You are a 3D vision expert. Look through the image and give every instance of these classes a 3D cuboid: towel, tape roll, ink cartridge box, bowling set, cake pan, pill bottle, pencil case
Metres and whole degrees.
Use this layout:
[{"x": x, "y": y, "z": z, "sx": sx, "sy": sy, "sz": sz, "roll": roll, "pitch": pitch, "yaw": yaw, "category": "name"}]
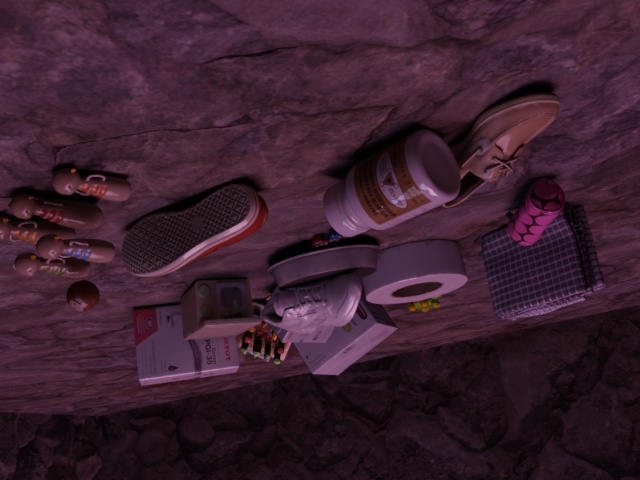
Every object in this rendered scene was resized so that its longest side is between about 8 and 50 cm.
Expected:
[{"x": 0.545, "y": 0.058, "z": 1.726, "sx": 0.121, "sy": 0.235, "sz": 0.283, "roll": 13, "pitch": 152, "yaw": -37, "category": "towel"}, {"x": 0.255, "y": 0.091, "z": 1.884, "sx": 0.286, "sy": 0.100, "sz": 0.286, "roll": -10, "pitch": 162, "yaw": -3, "category": "tape roll"}, {"x": -0.385, "y": 0.289, "z": 1.973, "sx": 0.282, "sy": 0.207, "sz": 0.117, "roll": -6, "pitch": 163, "yaw": -14, "category": "ink cartridge box"}, {"x": -0.439, "y": 0.012, "z": 1.147, "sx": 0.154, "sy": 0.200, "sz": 0.287, "roll": 9, "pitch": 150, "yaw": -42, "category": "bowling set"}, {"x": 0.014, "y": 0.074, "z": 1.729, "sx": 0.293, "sy": 0.054, "sz": 0.293, "roll": -11, "pitch": 168, "yaw": -2, "category": "cake pan"}, {"x": -0.050, "y": 0.203, "z": 1.947, "sx": 0.176, "sy": 0.127, "sz": 0.128, "roll": 10, "pitch": 118, "yaw": -45, "category": "ink cartridge box"}, {"x": 0.119, "y": -0.091, "z": 1.211, "sx": 0.229, "sy": 0.131, "sz": 0.131, "roll": -25, "pitch": 156, "yaw": 39, "category": "pill bottle"}, {"x": 0.483, "y": -0.067, "z": 1.547, "sx": 0.095, "sy": 0.098, "sz": 0.209, "roll": 34, "pitch": 165, "yaw": 10, "category": "pencil case"}]

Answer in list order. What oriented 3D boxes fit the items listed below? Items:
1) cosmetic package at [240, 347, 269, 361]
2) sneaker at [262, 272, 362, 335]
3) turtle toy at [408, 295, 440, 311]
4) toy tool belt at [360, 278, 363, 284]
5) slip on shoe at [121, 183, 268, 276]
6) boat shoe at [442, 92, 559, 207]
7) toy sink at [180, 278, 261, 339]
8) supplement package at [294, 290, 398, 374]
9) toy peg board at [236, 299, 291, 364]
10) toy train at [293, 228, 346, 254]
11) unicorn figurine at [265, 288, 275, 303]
[{"x": -0.205, "y": 0.332, "z": 2.254, "sx": 0.117, "sy": 0.086, "sz": 0.231, "roll": 26, "pitch": 170, "yaw": -3, "category": "cosmetic package"}, {"x": -0.023, "y": 0.160, "z": 1.691, "sx": 0.152, "sy": 0.114, "sz": 0.305, "roll": 18, "pitch": 145, "yaw": -36, "category": "sneaker"}, {"x": 0.354, "y": 0.195, "z": 2.297, "sx": 0.095, "sy": 0.066, "sz": 0.130, "roll": 9, "pitch": 154, "yaw": -44, "category": "turtle toy"}, {"x": 0.088, "y": 0.112, "z": 1.957, "sx": 0.083, "sy": 0.052, "sz": 0.051, "roll": -3, "pitch": 130, "yaw": -28, "category": "toy tool belt"}, {"x": -0.241, "y": -0.011, "z": 1.305, "sx": 0.331, "sy": 0.123, "sz": 0.101, "roll": -23, "pitch": 162, "yaw": 22, "category": "slip on shoe"}, {"x": 0.297, "y": -0.149, "z": 1.182, "sx": 0.109, "sy": 0.098, "sz": 0.302, "roll": 1, "pitch": 159, "yaw": -30, "category": "boat shoe"}, {"x": -0.268, "y": 0.178, "z": 1.824, "sx": 0.152, "sy": 0.131, "sz": 0.234, "roll": -1, "pitch": 165, "yaw": -25, "category": "toy sink"}, {"x": 0.076, "y": 0.291, "z": 2.174, "sx": 0.262, "sy": 0.145, "sz": 0.204, "roll": -40, "pitch": 155, "yaw": 12, "category": "supplement package"}, {"x": -0.160, "y": 0.288, "z": 2.070, "sx": 0.161, "sy": 0.161, "sz": 0.079, "roll": 19, "pitch": -160, "yaw": -9, "category": "toy peg board"}, {"x": 0.000, "y": 0.000, "z": 1.596, "sx": 0.158, "sy": 0.027, "sz": 0.036, "roll": -22, "pitch": 146, "yaw": 35, "category": "toy train"}, {"x": -0.102, "y": 0.185, "z": 2.035, "sx": 0.111, "sy": 0.060, "sz": 0.162, "roll": -19, "pitch": 157, "yaw": -7, "category": "unicorn figurine"}]
